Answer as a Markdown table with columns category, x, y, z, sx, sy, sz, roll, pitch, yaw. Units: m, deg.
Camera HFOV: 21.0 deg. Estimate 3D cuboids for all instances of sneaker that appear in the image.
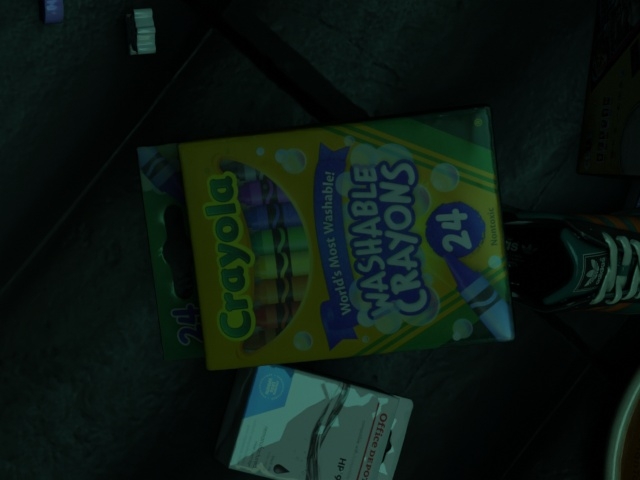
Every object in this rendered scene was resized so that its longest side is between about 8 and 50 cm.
| category | x | y | z | sx | sy | sz | roll | pitch | yaw |
| --- | --- | --- | --- | --- | --- | --- | --- | --- | --- |
| sneaker | 0.254 | 0.026 | 1.615 | 0.302 | 0.121 | 0.108 | 4 | 103 | -9 |

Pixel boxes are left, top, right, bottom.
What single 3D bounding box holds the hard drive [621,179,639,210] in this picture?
| category | x | y | z | sx | sy | sz | roll | pitch | yaw |
| --- | --- | --- | --- | --- | --- | --- | --- | --- | --- |
| hard drive | 0.478 | -0.059 | 1.720 | 0.318 | 0.040 | 0.210 | 20 | 87 | -9 |

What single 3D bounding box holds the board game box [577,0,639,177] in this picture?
| category | x | y | z | sx | sy | sz | roll | pitch | yaw |
| --- | --- | --- | --- | --- | --- | --- | --- | --- | --- |
| board game box | 0.309 | -0.179 | 1.620 | 0.042 | 0.165 | 0.243 | 6 | 92 | -18 |

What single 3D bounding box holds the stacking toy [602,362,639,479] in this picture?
| category | x | y | z | sx | sy | sz | roll | pitch | yaw |
| --- | --- | --- | --- | --- | --- | --- | --- | --- | --- |
| stacking toy | 0.499 | 0.240 | 1.538 | 0.350 | 0.480 | 0.351 | -1 | 94 | -17 |

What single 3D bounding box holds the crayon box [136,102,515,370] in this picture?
| category | x | y | z | sx | sy | sz | roll | pitch | yaw |
| --- | --- | --- | --- | --- | --- | --- | --- | --- | --- |
| crayon box | 0.000 | 0.000 | 1.513 | 0.323 | 0.083 | 0.203 | -7 | 96 | 7 |

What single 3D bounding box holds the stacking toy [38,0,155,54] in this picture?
| category | x | y | z | sx | sy | sz | roll | pitch | yaw |
| --- | --- | --- | --- | --- | --- | --- | --- | --- | --- |
| stacking toy | -0.239 | -0.255 | 1.501 | 0.167 | 0.052 | 0.221 | -7 | 95 | -17 |

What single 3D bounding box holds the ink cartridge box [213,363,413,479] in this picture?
| category | x | y | z | sx | sy | sz | roll | pitch | yaw |
| --- | --- | --- | --- | --- | --- | --- | --- | --- | --- |
| ink cartridge box | 0.004 | 0.177 | 1.597 | 0.180 | 0.060 | 0.104 | 16 | 88 | -18 |
